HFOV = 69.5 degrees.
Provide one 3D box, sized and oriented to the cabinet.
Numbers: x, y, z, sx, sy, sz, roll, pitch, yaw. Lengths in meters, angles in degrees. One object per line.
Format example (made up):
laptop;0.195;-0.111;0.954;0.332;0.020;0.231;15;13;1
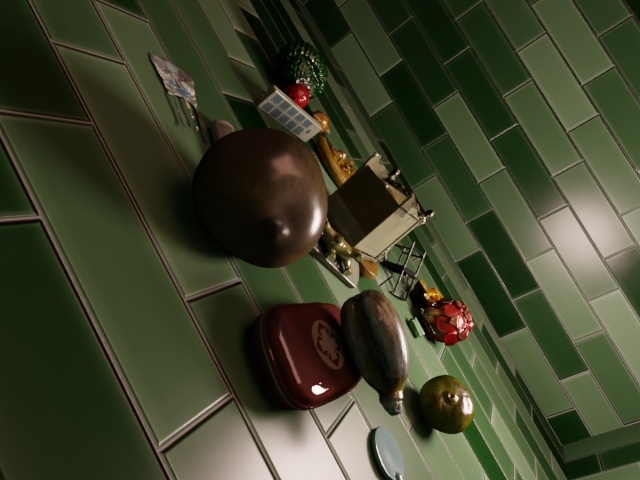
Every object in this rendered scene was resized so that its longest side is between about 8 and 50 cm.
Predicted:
cabinet;0.225;-0.127;1.850;0.227;0.318;0.290;24;29;-52

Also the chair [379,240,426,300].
chair;0.370;0.132;2.133;0.154;0.141;0.260;31;80;-47

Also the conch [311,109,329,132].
conch;-0.003;-0.583;2.324;0.109;0.093;0.330;44;1;9

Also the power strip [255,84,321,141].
power strip;-0.124;-0.533;1.977;0.367;0.106;0.043;26;37;-51

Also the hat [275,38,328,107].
hat;-0.094;-0.766;2.189;0.274;0.242;0.332;30;48;-27

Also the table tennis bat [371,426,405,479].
table tennis bat;0.205;0.644;1.295;0.149;0.038;0.237;32;30;-49

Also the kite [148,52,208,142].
kite;-0.421;-0.432;1.382;0.169;0.015;0.310;20;42;-56

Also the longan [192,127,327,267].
longan;-0.145;-0.106;1.166;0.361;0.361;0.361;44;27;-30

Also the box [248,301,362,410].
box;-0.020;0.285;1.186;0.404;0.108;0.263;7;55;-61

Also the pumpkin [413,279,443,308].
pumpkin;0.516;0.278;2.268;0.183;0.107;0.119;33;26;-31

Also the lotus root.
lotus root;0.157;0.287;1.210;0.140;0.158;0.322;-9;79;-66

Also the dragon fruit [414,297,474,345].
dragon fruit;0.569;0.378;2.167;0.293;0.234;0.234;14;36;-7

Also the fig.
fig;0.446;0.603;1.669;0.225;0.203;0.203;96;-18;-56

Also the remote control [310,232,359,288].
remote control;0.052;0.057;1.664;0.285;0.038;0.123;44;41;-31

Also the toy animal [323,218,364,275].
toy animal;0.067;0.018;1.611;0.218;0.103;0.101;41;26;-35

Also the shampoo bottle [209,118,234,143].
shampoo bottle;-0.279;-0.265;1.405;0.086;0.056;0.227;23;42;-52

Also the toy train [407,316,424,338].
toy train;0.417;0.386;2.029;0.056;0.038;0.093;-8;69;-58

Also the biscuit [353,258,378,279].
biscuit;0.168;0.087;1.882;0.170;0.050;0.170;44;19;-19

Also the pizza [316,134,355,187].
pizza;0.083;-0.343;2.200;0.258;0.087;0.268;33;36;-40
